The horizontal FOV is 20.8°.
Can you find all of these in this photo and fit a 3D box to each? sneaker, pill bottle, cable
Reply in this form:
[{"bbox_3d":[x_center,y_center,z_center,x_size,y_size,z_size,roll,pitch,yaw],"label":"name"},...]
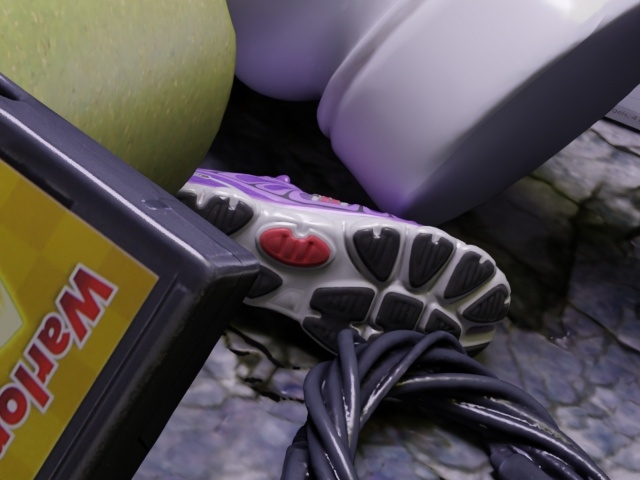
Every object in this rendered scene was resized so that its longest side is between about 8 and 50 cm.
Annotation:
[{"bbox_3d":[0.000,0.000,0.729,0.170,0.068,0.071,19,25,-11],"label":"sneaker"},{"bbox_3d":[-0.005,-0.194,0.788,0.204,0.204,0.361,-24,73,-44],"label":"pill bottle"},{"bbox_3d":[0.057,0.101,0.650,0.150,0.047,0.184,20,37,-5],"label":"cable"}]

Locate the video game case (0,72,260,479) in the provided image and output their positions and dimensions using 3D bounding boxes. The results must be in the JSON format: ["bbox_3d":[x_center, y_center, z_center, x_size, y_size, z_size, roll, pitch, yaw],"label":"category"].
[{"bbox_3d":[-0.184,0.049,0.414,0.248,0.275,0.035,35,12,15],"label":"video game case"}]

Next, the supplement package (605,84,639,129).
[{"bbox_3d":[0.175,-0.188,0.929,0.194,0.203,0.149,20,37,-4],"label":"supplement package"}]

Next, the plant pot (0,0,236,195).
[{"bbox_3d":[-0.164,-0.060,0.578,0.276,0.276,0.254,36,28,15],"label":"plant pot"}]
